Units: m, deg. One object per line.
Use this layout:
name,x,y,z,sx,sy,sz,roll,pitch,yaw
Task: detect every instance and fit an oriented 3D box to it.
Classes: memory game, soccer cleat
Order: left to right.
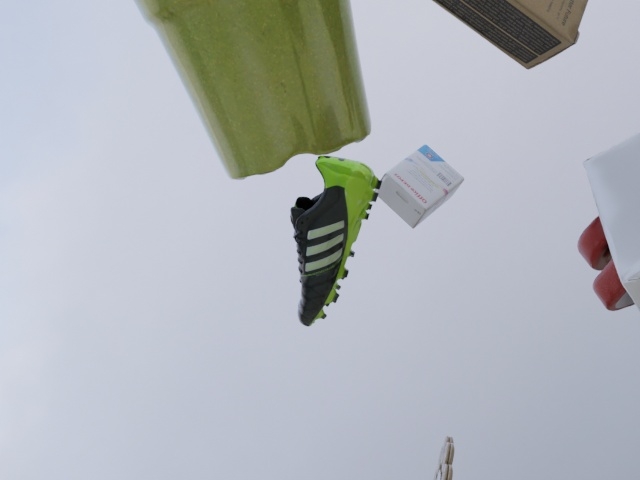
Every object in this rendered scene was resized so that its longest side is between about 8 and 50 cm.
soccer cleat,0.000,0.000,0.916,0.072,0.060,0.179,20,-64,1
memory game,0.139,0.327,1.147,0.012,0.186,0.186,11,-37,5

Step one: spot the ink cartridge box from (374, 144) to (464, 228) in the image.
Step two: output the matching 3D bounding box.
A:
ink cartridge box,0.157,-0.087,1.524,0.122,0.088,0.052,-36,-15,-43

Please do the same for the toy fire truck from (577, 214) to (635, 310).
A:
toy fire truck,0.460,-0.019,1.097,0.302,0.169,0.254,-12,-36,-30

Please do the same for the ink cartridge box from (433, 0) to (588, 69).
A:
ink cartridge box,0.226,-0.348,1.104,0.193,0.235,0.088,32,-26,-17

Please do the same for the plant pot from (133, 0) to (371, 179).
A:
plant pot,-0.060,-0.215,1.104,0.276,0.254,0.276,-18,10,3

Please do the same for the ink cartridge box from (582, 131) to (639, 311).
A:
ink cartridge box,0.406,0.089,0.874,0.160,0.279,0.385,-27,-71,19
